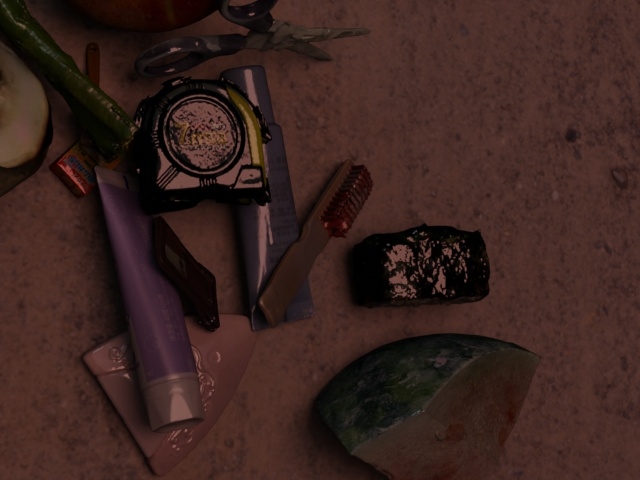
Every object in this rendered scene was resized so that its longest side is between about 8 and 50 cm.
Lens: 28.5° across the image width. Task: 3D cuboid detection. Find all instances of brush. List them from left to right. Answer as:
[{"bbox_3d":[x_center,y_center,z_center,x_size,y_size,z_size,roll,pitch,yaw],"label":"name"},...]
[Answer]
[{"bbox_3d":[-0.319,-0.207,1.772,0.043,0.014,0.170,-1,64,-11],"label":"brush"},{"bbox_3d":[0.000,0.000,1.884,0.321,0.050,0.060,-58,138,-37],"label":"brush"}]

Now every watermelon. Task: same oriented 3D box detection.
[{"bbox_3d":[0.163,0.281,1.897,0.387,0.228,0.258,-21,102,-40],"label":"watermelon"}]

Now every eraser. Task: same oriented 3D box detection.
[{"bbox_3d":[-0.187,0.182,1.786,0.243,0.059,0.204,-36,101,-25],"label":"eraser"}]

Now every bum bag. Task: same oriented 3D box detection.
[{"bbox_3d":[-0.190,0.046,1.765,0.159,0.026,0.109,54,17,-37],"label":"bum bag"}]

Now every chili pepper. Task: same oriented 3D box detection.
[{"bbox_3d":[-0.370,-0.265,1.708,0.076,0.085,0.359,-31,83,-46],"label":"chili pepper"}]

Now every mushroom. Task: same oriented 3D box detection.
[{"bbox_3d":[-0.464,-0.141,1.622,0.189,0.164,0.267,31,30,-47],"label":"mushroom"}]

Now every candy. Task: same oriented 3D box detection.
[{"bbox_3d":[-0.316,-0.122,1.771,0.062,0.038,0.122,49,62,-14],"label":"candy"}]

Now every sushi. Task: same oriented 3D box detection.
[{"bbox_3d":[0.157,0.041,1.970,0.225,0.124,0.127,-3,83,-24],"label":"sushi"}]

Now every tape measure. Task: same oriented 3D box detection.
[{"bbox_3d":[-0.168,-0.134,1.770,0.199,0.112,0.186,-3,83,-21],"label":"tape measure"}]

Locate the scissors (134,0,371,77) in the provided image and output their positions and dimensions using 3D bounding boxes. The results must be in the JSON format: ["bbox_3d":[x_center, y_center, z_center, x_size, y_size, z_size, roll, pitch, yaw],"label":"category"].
[{"bbox_3d":[-0.071,-0.295,1.831,0.383,0.256,0.029,-5,69,-54],"label":"scissors"}]

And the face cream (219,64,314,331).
[{"bbox_3d":[-0.085,-0.065,1.872,0.135,0.086,0.385,-10,91,-48],"label":"face cream"}]

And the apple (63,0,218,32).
[{"bbox_3d":[-0.229,-0.459,1.701,0.348,0.348,0.277,22,45,-26],"label":"apple"}]

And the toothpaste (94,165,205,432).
[{"bbox_3d":[-0.230,0.074,1.722,0.125,0.080,0.371,12,60,-57],"label":"toothpaste"}]
